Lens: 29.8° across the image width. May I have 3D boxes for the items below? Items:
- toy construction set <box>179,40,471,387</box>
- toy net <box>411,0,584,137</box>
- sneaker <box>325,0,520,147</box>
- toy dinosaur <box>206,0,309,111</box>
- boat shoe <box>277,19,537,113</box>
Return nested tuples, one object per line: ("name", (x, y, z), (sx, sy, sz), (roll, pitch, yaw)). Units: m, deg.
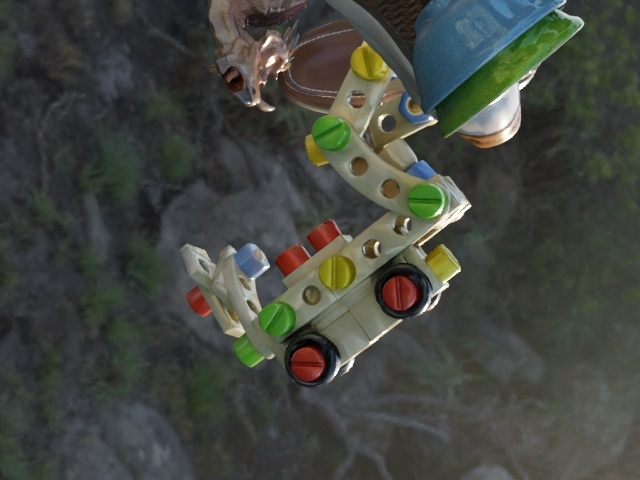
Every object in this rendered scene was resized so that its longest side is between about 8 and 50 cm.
("toy construction set", (0.000, 0.000, 1.072), (0.215, 0.327, 0.151), (54, 28, 8))
("toy net", (0.127, -0.130, 0.446), (0.045, 0.232, 0.122), (51, 24, 1))
("sneaker", (0.066, -0.183, 0.961), (0.290, 0.106, 0.123), (63, 6, 32))
("toy dinosaur", (-0.056, -0.273, 1.297), (0.295, 0.127, 0.200), (-45, 105, -27))
("boat shoe", (0.110, -0.222, 1.403), (0.116, 0.324, 0.123), (137, -58, -78))
